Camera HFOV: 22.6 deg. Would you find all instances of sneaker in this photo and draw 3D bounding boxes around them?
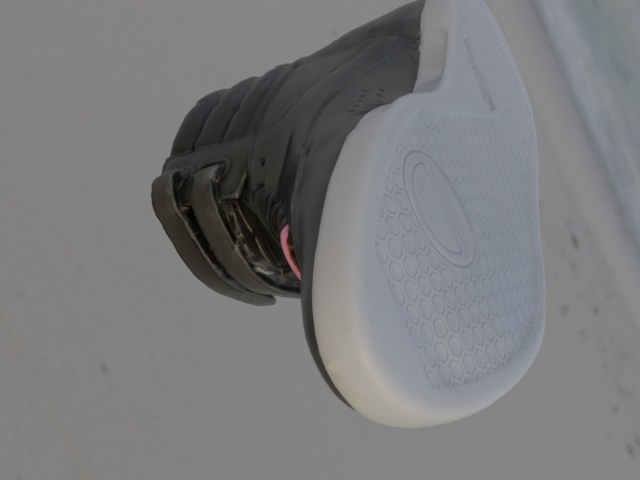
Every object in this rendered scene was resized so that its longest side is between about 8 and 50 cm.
[{"bbox_3d":[0.000,0.000,0.617,0.104,0.147,0.296,57,22,-19],"label":"sneaker"}]
